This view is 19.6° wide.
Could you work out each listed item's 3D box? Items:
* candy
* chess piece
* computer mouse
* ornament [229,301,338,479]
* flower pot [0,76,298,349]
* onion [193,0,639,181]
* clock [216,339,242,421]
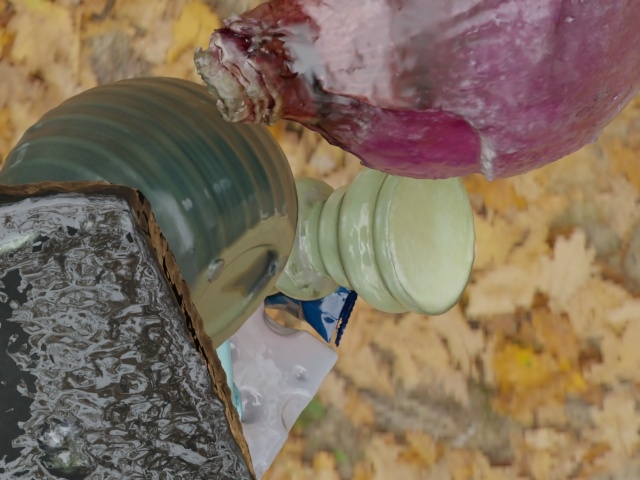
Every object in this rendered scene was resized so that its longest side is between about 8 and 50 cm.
[{"bbox_3d":[-0.021,0.041,1.811,0.136,0.038,0.088,21,93,31],"label":"candy"},{"bbox_3d":[0.000,0.000,1.702,0.251,0.144,0.144,-3,121,37],"label":"chess piece"},{"bbox_3d":[-0.129,0.087,0.948,0.168,0.087,0.295,-15,121,1],"label":"computer mouse"},{"bbox_3d":[-0.171,0.162,1.737,0.240,0.240,0.239,36,151,-4],"label":"ornament"},{"bbox_3d":[-0.114,-0.006,1.186,0.157,0.243,0.189,34,125,18],"label":"flower pot"},{"bbox_3d":[0.095,-0.141,1.086,0.159,0.348,0.267,7,124,38],"label":"onion"},{"bbox_3d":[-0.180,0.117,1.461,0.223,0.094,0.274,-17,109,-18],"label":"clock"}]
